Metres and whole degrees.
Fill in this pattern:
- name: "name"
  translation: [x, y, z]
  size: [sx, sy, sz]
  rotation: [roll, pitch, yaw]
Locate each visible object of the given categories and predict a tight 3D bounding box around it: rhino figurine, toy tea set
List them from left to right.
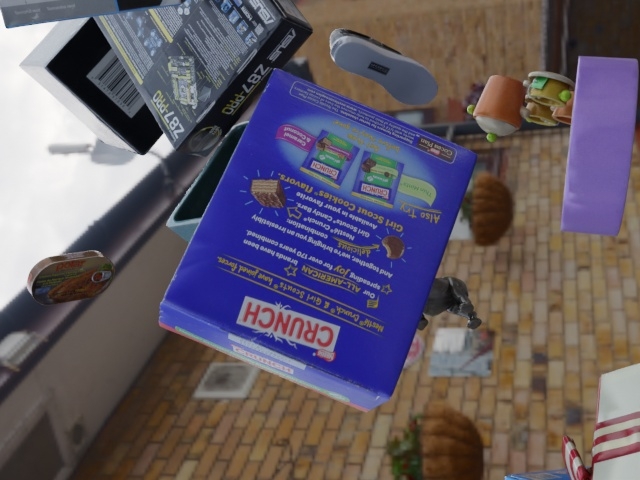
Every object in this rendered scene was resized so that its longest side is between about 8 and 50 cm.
- name: "rhino figurine"
  translation: [0.169, 0.107, 1.630]
  size: [0.106, 0.243, 0.073]
  rotation: [-112, 30, -53]
- name: "toy tea set"
  translation: [0.426, -0.228, 1.680]
  size: [0.336, 0.199, 0.124]
  rotation: [18, 91, 70]

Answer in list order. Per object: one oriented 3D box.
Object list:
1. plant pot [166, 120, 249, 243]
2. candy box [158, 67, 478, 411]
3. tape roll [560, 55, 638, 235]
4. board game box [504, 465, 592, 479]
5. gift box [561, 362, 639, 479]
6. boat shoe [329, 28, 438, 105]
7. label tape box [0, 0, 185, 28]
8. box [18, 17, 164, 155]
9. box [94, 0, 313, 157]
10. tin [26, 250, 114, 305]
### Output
- name: "plant pot"
  translation: [-0.055, -0.046, 1.540]
  size: [0.252, 0.247, 0.247]
  rotation: [48, -124, -30]
- name: "candy box"
  translation: [0.000, 0.000, 1.040]
  size: [0.122, 0.268, 0.317]
  rotation: [113, 180, -67]
- name: "tape roll"
  translation: [0.434, -0.147, 1.406]
  size: [0.275, 0.090, 0.275]
  rotation: [5, -90, -76]
- name: "board game box"
  translation: [0.341, 0.403, 0.984]
  size: [0.308, 0.086, 0.302]
  rotation: [3, -93, -30]
- name: "gift box"
  translation: [0.368, 0.233, 0.754]
  size: [0.255, 0.258, 0.276]
  rotation: [62, -153, -9]
- name: "boat shoe"
  translation: [0.110, -0.313, 1.597]
  size: [0.080, 0.228, 0.076]
  rotation: [-54, 34, 32]
- name: "label tape box"
  translation: [-0.328, -0.473, 1.179]
  size: [0.115, 0.249, 0.348]
  rotation: [-89, -8, -63]
- name: "box"
  translation: [-0.511, -0.387, 2.140]
  size: [0.293, 0.395, 0.212]
  rotation: [44, -101, -27]
- name: "box"
  translation: [-0.228, -0.399, 1.612]
  size: [0.097, 0.318, 0.395]
  rotation: [9, -139, -56]
- name: "tin"
  translation: [-0.525, 0.076, 1.895]
  size: [0.189, 0.040, 0.106]
  rotation: [-8, -51, -42]
